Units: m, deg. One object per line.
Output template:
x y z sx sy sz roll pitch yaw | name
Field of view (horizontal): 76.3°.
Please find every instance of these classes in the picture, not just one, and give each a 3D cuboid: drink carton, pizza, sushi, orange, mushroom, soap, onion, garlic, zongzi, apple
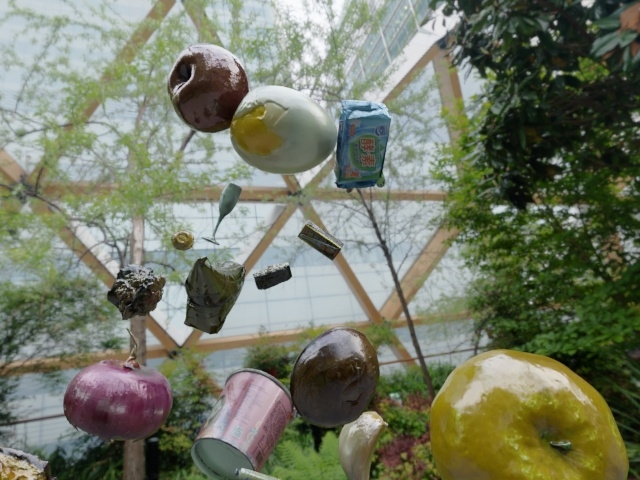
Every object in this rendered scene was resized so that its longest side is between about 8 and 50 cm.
0.000 0.000 1.550 0.165 0.056 0.071 34 -63 -3 | drink carton
-0.747 0.576 0.943 0.277 0.114 0.409 -6 -58 17 | pizza
-0.799 0.234 1.826 0.218 0.239 0.225 11 11 29 | sushi
0.308 0.313 0.638 0.279 0.279 0.235 -7 -25 -6 | orange
-0.185 0.136 1.593 0.150 0.078 0.090 -18 12 -20 | sushi
0.039 0.311 0.904 0.194 0.231 0.138 11 4 -44 | mushroom
0.126 -0.289 1.273 0.156 0.077 0.293 -6 -44 -8 | soap
-0.700 0.551 1.467 0.345 0.358 0.358 -48 -25 -2 | onion
0.136 0.687 1.331 0.164 0.245 0.145 13 -4 -19 | garlic
-0.282 0.082 1.131 0.123 0.260 0.289 15 -54 5 | zongzi
-0.390 -0.520 1.398 0.305 0.306 0.235 -22 -19 30 | apple

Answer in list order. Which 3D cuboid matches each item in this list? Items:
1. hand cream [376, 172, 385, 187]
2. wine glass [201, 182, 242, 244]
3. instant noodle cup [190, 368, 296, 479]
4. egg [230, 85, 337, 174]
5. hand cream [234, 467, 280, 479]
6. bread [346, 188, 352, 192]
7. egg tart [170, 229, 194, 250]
0.197 -0.256 1.466 0.046 0.095 0.175 -15 -31 14 | hand cream
-0.474 -0.147 1.943 0.096 0.310 0.264 22 -10 -4 | wine glass
-0.218 0.533 1.151 0.243 0.243 0.231 -21 17 27 | instant noodle cup
-0.116 -0.353 1.338 0.345 0.283 0.283 12 -24 -6 | egg
-0.138 0.523 0.898 0.102 0.022 0.035 15 -14 -3 | hand cream
0.174 -0.350 2.089 0.033 0.229 0.228 17 -19 10 | bread
-0.767 -0.005 2.270 0.128 0.129 0.049 -2 -17 -20 | egg tart
